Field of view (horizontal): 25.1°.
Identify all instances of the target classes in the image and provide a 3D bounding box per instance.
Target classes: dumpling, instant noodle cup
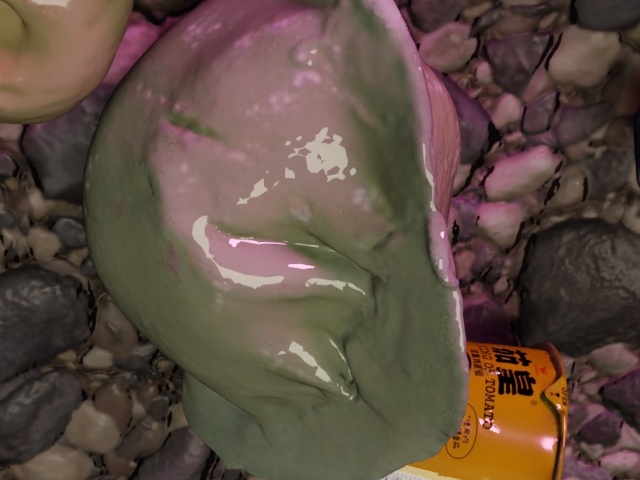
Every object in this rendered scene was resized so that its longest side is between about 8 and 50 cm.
[{"bbox_3d":[-0.005,-0.022,0.864,0.270,0.212,0.321,7,140,29],"label":"dumpling"},{"bbox_3d":[0.073,0.143,0.997,0.144,0.182,0.182,14,119,-8],"label":"instant noodle cup"}]

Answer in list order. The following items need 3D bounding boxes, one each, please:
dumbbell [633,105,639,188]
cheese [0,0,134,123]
[{"bbox_3d":[0.254,-0.168,0.841,0.143,0.156,0.316,-30,128,-26],"label":"dumbbell"},{"bbox_3d":[-0.135,-0.248,0.731,0.328,0.130,0.351,-30,126,4],"label":"cheese"}]
